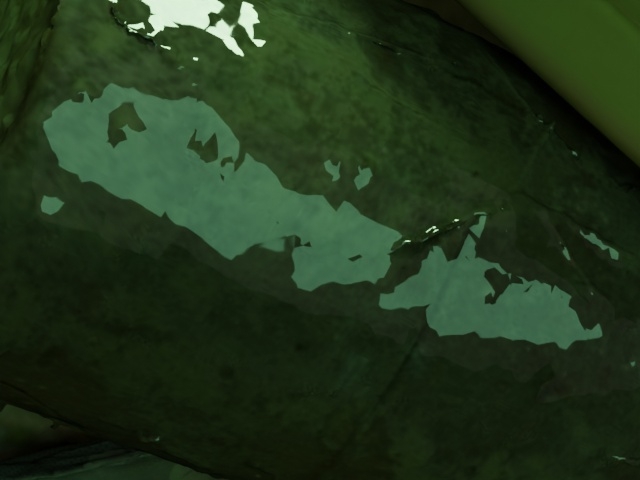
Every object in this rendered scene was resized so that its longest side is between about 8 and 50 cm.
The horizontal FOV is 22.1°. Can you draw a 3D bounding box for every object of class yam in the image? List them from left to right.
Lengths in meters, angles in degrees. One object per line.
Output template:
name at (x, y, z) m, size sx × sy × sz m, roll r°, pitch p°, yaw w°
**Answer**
yam at (0.000, 0.000, 0.498) m, size 0.268 × 0.161 × 0.161 m, roll 21°, pitch 85°, yaw -19°

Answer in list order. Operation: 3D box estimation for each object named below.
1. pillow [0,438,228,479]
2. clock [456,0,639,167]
pillow at (-0.034, 0.129, 0.567) m, size 0.255 × 0.059 × 0.169 m, roll -6°, pitch 86°, yaw -32°
clock at (0.190, -0.130, 0.544) m, size 0.286 × 0.117 × 0.348 m, roll 44°, pitch 43°, yaw 15°
